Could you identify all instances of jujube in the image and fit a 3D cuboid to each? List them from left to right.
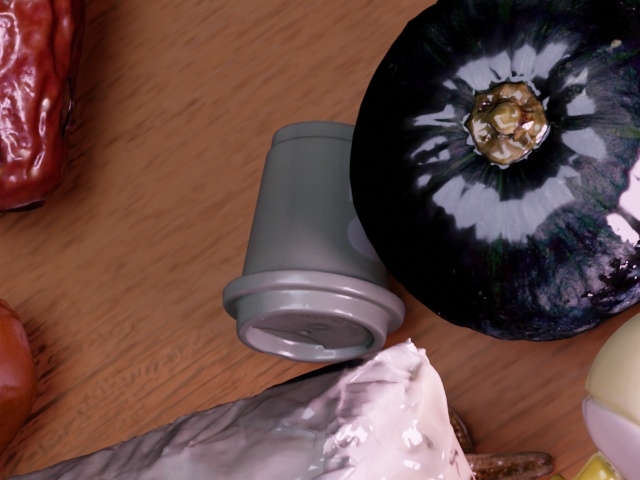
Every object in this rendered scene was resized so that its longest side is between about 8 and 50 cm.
[{"bbox_3d":[-0.257,-0.161,1.412,0.197,0.197,0.290,-8,92,24],"label":"jujube"}]

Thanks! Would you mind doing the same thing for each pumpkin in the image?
[{"bbox_3d":[0.130,-0.055,1.214,0.233,0.163,0.233,-4,79,23],"label":"pumpkin"}]

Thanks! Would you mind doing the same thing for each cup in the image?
[{"bbox_3d":[0.000,0.000,1.302,0.120,0.120,0.141,-6,64,25],"label":"cup"}]

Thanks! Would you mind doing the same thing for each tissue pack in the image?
[{"bbox_3d":[-0.034,0.276,1.170,0.390,0.195,0.376,-15,106,21],"label":"tissue pack"}]

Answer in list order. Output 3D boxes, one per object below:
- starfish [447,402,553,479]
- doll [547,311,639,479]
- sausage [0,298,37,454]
[{"bbox_3d":[0.055,0.172,1.262,0.189,0.074,0.146,-10,71,22],"label":"starfish"},{"bbox_3d":[0.256,0.064,1.168,0.141,0.117,0.296,38,85,4],"label":"doll"},{"bbox_3d":[-0.307,0.146,1.407,0.258,0.133,0.133,-44,65,12],"label":"sausage"}]
